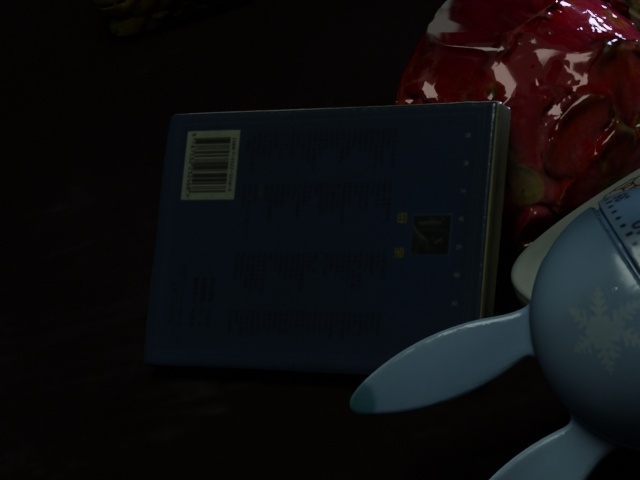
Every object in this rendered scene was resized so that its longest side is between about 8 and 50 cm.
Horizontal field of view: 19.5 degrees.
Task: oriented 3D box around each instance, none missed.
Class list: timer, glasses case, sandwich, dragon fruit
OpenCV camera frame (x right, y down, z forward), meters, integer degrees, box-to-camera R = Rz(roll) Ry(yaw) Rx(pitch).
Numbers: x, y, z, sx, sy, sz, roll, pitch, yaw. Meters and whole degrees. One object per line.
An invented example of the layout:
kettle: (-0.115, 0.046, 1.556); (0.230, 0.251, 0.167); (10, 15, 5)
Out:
timer: (0.170, 0.074, 1.127); (0.255, 0.175, 0.175); (-41, 27, 30)
glasses case: (0.217, -0.008, 1.256); (0.193, 0.049, 0.074); (-32, 37, -9)
sandwich: (-0.134, -0.291, 1.798); (0.186, 0.065, 0.214); (-17, 36, 11)
dragon fruit: (0.151, -0.098, 1.343); (0.261, 0.189, 0.163); (-47, 11, -22)

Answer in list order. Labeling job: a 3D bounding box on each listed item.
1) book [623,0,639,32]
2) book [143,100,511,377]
book: (0.451, -0.243, 1.426); (0.428, 0.039, 0.300); (-31, 36, -8)
book: (0.000, 0.000, 1.306); (0.269, 0.025, 0.191); (0, 79, 30)
